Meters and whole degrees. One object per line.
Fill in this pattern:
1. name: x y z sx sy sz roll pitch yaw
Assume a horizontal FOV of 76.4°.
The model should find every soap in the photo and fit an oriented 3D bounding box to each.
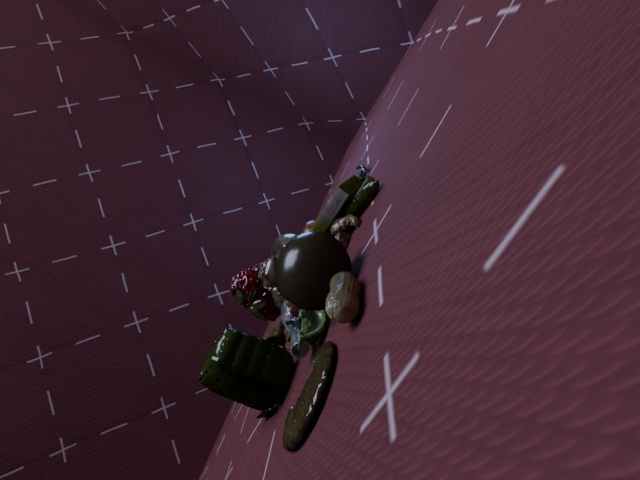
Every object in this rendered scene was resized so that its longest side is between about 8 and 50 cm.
1. soap: 0.168 -0.187 1.859 0.252 0.037 0.092 -57 8 52

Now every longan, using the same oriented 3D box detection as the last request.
1. longan: -0.025 0.097 1.325 0.257 0.258 0.258 -63 6 12

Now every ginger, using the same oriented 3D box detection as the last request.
1. ginger: 0.100 -0.071 1.670 0.173 0.051 0.069 -26 41 54

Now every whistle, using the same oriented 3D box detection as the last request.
1. whistle: -0.076 0.301 1.466 0.346 0.134 0.142 -107 -2 -74

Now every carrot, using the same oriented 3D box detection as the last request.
1. carrot: 0.149 -0.140 1.671 0.358 0.074 0.074 -54 12 53

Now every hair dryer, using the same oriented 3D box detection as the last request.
1. hair dryer: -0.193 0.435 2.098 0.278 0.090 0.135 -62 -2 12

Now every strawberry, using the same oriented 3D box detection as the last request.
1. strawberry: -0.271 0.230 2.137 0.345 0.318 0.295 -49 -33 -28

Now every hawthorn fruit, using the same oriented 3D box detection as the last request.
1. hawthorn fruit: 0.000 0.000 1.989 0.196 0.197 0.225 -64 31 5

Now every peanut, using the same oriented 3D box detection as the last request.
1. peanut: 0.063 0.151 1.102 0.214 0.090 0.098 -70 -2 -63

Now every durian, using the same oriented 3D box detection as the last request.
1. durian: -0.032 0.280 1.330 0.215 0.100 0.086 -90 24 -58

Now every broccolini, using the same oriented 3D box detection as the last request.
1. broccolini: 0.194 -0.314 2.044 0.123 0.062 0.271 -46 18 20

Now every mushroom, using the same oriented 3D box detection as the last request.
1. mushroom: -0.156 0.145 1.842 0.362 0.295 0.361 180 90 -67

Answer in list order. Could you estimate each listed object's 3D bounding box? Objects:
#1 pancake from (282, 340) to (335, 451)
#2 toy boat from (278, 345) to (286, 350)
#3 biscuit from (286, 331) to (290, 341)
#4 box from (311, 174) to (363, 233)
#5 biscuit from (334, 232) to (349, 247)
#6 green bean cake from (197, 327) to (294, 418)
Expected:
1. pancake: -0.031 0.411 1.101 0.288 0.033 0.286 -61 7 32
2. toy boat: -0.189 0.550 1.844 0.047 0.049 0.149 -2 58 35
3. biscuit: -0.138 0.427 2.002 0.118 0.023 0.140 -63 5 16
4. box: 0.074 -0.149 1.779 0.175 0.062 0.260 -43 -12 -52
5. biscuit: 0.063 0.032 1.711 0.168 0.071 0.081 -51 21 50
6. green bean cake: -0.295 0.515 1.562 0.335 0.320 0.217 121 171 -49
